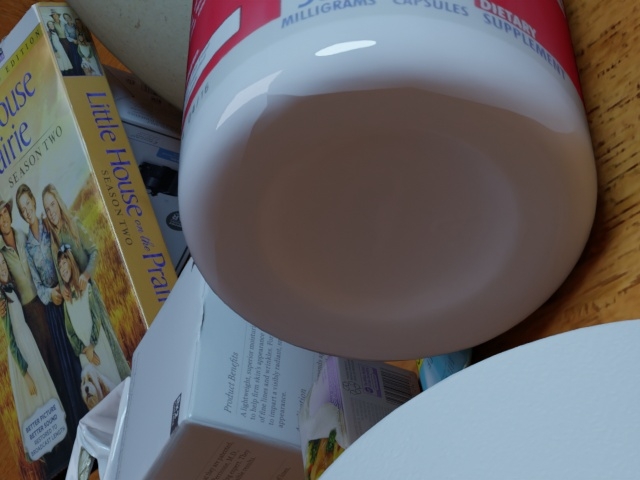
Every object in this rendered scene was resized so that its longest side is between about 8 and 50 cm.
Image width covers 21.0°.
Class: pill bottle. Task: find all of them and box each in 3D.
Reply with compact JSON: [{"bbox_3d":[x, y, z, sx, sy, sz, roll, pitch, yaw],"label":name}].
[{"bbox_3d":[0.034,-0.141,1.064,0.408,0.229,0.229,-91,25,-48],"label":"pill bottle"}]

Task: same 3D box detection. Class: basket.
[{"bbox_3d":[-0.160,0.206,1.548,0.167,0.103,0.113,140,145,-60],"label":"basket"}]

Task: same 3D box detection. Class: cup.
[{"bbox_3d":[-0.117,-0.278,1.694,0.331,0.237,0.331,-162,90,-74],"label":"cup"}]

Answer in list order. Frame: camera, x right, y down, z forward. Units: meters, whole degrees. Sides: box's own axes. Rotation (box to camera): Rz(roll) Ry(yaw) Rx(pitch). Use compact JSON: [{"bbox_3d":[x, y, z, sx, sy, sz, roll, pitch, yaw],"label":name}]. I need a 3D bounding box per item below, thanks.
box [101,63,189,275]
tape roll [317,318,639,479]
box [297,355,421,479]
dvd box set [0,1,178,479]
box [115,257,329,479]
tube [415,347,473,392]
[{"bbox_3d":[-0.216,-0.035,1.879,0.290,0.169,0.087,-59,23,34],"label":"box"},{"bbox_3d":[0.105,0.166,0.480,0.169,0.246,0.246,-101,33,-58],"label":"tape roll"},{"bbox_3d":[0.036,0.186,0.999,0.324,0.067,0.063,-100,32,-57],"label":"box"},{"bbox_3d":[-0.273,0.014,1.761,0.307,0.062,0.420,-38,66,45],"label":"dvd box set"},{"bbox_3d":[-0.072,0.124,1.320,0.182,0.119,0.181,125,157,-45],"label":"box"},{"bbox_3d":[0.073,0.029,1.088,0.207,0.052,0.080,-96,7,-46],"label":"tube"}]
